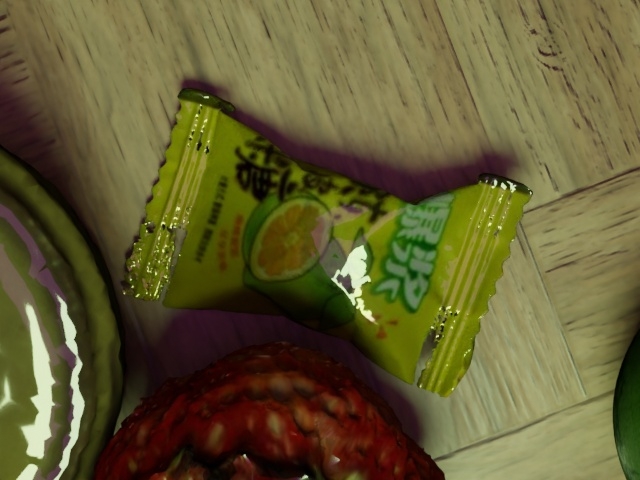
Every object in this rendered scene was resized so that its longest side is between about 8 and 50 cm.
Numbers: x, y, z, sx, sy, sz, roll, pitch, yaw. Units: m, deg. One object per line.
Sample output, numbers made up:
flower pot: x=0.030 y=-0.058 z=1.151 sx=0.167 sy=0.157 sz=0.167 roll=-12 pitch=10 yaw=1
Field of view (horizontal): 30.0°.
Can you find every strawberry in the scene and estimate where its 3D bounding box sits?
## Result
strawberry: x=-0.039 y=0.188 z=0.868 sx=0.238 sy=0.288 sz=0.250 roll=-28 pitch=112 yaw=12

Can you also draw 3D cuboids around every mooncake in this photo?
mooncake: x=-0.343 y=0.094 z=0.890 sx=0.393 sy=0.246 sz=0.394 roll=-2 pitch=95 yaw=-6

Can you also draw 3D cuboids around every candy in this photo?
candy: x=0.000 y=0.000 z=0.962 sx=0.297 sy=0.081 sz=0.187 roll=19 pitch=92 yaw=11

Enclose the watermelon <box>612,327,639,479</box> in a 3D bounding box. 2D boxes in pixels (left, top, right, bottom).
watermelon: x=0.341 y=0.136 z=0.884 sx=0.242 sy=0.242 sz=0.242 roll=0 pitch=92 yaw=0
